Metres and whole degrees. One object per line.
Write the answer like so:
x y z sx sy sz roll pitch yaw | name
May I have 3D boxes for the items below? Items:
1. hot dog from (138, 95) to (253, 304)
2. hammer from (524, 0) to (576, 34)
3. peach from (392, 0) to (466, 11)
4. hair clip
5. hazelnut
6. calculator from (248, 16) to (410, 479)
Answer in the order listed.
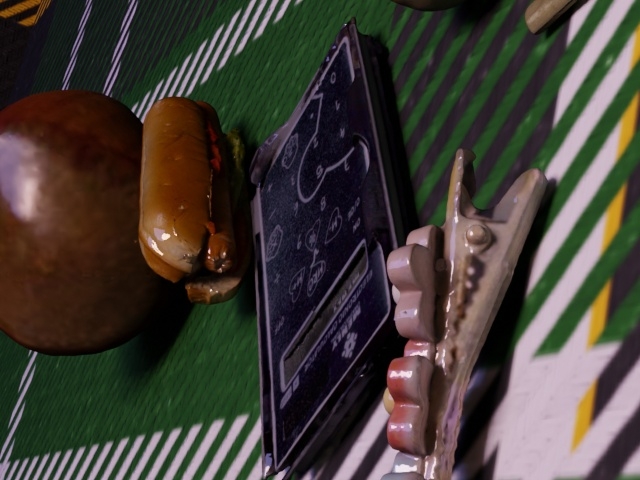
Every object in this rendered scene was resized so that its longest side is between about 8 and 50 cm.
-0.086 -0.040 0.956 0.062 0.092 0.236 -41 30 19 | hot dog
0.150 -0.150 0.576 0.199 0.013 0.062 -40 36 52 | hammer
0.059 -0.162 0.715 0.083 0.083 0.083 -50 29 42 | peach
0.049 0.060 0.583 0.056 0.062 0.214 9 75 26 | hair clip
-0.177 -0.014 1.047 0.186 0.210 0.210 9 80 55 | hazelnut
-0.001 0.000 0.794 0.166 0.028 0.274 -56 26 34 | calculator
